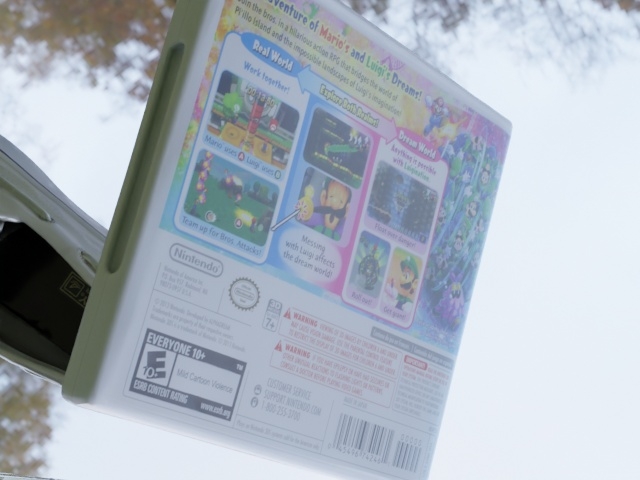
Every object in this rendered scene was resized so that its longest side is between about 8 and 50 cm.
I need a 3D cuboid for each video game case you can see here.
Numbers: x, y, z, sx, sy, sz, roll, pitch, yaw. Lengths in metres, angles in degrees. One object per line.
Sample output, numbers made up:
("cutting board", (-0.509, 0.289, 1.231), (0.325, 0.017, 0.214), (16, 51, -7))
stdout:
("video game case", (0.000, 0.000, 0.424), (0.019, 0.157, 0.143), (5, -105, 43))

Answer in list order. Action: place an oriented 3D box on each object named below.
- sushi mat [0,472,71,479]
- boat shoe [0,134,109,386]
("sushi mat", (-0.130, 0.160, 0.745), (0.151, 0.316, 0.019), (15, -97, 25))
("boat shoe", (-0.186, 0.006, 0.722), (0.096, 0.267, 0.088), (-54, 175, 12))
